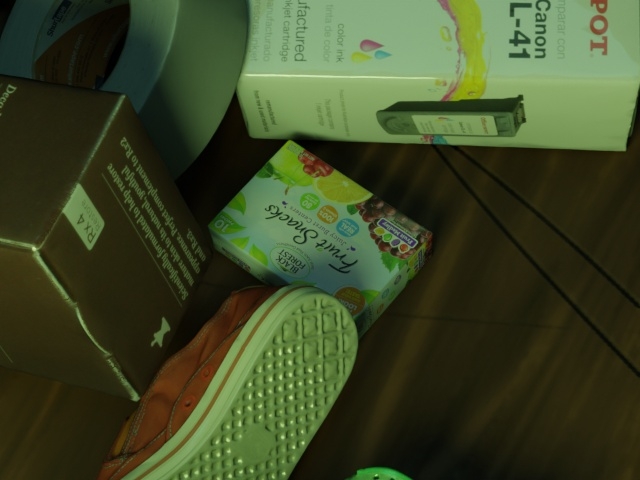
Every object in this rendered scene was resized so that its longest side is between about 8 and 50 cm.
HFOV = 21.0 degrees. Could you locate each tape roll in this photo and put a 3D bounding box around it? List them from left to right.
[{"bbox_3d":[-0.156,-0.141,1.316,0.219,0.072,0.219,-19,61,38],"label":"tape roll"}]

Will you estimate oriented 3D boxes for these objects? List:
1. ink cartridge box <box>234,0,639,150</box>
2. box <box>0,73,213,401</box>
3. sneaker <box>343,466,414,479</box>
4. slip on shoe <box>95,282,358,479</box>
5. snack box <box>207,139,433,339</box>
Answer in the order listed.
[{"bbox_3d":[0.093,-0.198,1.348,0.306,0.131,0.226,1,71,6],"label":"ink cartridge box"},{"bbox_3d":[-0.289,-0.025,1.219,0.381,0.191,0.143,13,60,25],"label":"box"},{"bbox_3d":[0.013,0.216,1.142,0.295,0.109,0.124,3,51,-11],"label":"sneaker"},{"bbox_3d":[-0.101,0.165,1.193,0.101,0.123,0.331,13,62,52],"label":"slip on shoe"},{"bbox_3d":[0.000,0.000,1.310,0.141,0.037,0.100,34,69,22],"label":"snack box"}]
